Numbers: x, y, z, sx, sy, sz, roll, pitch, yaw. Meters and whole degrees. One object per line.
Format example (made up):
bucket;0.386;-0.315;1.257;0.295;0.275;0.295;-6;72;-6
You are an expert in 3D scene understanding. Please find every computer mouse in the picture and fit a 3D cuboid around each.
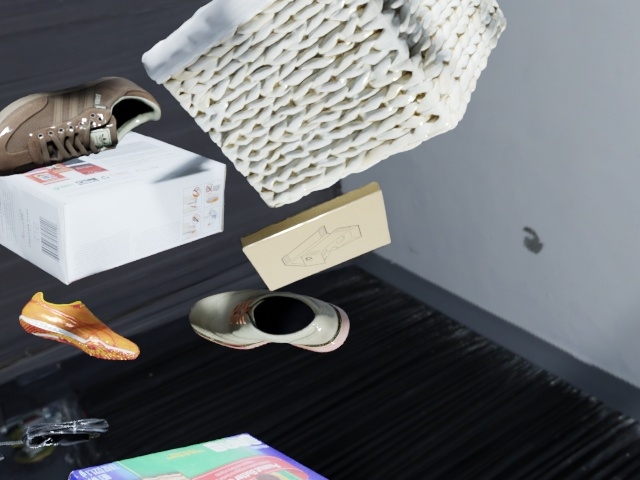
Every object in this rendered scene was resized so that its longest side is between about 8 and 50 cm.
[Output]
computer mouse;-0.336;0.229;0.704;0.071;0.242;0.041;51;-154;-63

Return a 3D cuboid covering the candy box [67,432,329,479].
candy box;-0.051;0.316;0.634;0.317;0.268;0.122;20;95;32

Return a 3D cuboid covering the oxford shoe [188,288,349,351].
oxford shoe;-0.141;0.157;1.462;0.397;0.146;0.140;-3;68;27

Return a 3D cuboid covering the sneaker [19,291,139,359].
sneaker;-0.343;0.125;0.973;0.175;0.067;0.064;26;149;-11

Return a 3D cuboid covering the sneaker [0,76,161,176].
sneaker;-0.242;-0.114;0.664;0.071;0.188;0.066;25;136;25

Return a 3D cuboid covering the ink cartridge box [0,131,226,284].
ink cartridge box;-0.361;-0.075;1.102;0.272;0.310;0.130;23;118;33

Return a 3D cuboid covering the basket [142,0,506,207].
basket;0.025;-0.264;0.859;0.331;0.328;0.266;-23;114;41

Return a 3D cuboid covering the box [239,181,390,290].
box;0.000;0.000;0.960;0.164;0.201;0.021;68;179;-62
